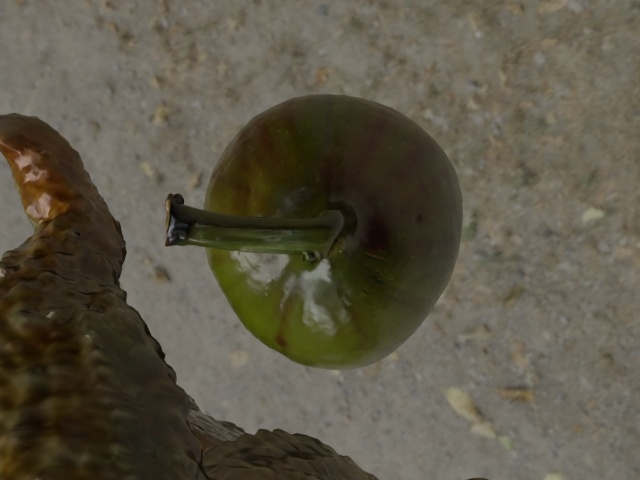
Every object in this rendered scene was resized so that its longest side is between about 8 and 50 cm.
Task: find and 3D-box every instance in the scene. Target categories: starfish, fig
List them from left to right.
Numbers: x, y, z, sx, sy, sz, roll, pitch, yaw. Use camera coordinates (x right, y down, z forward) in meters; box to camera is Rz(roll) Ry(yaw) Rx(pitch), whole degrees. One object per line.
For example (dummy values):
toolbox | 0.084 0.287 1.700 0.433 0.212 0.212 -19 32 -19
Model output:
starfish | -0.047 0.110 0.304 0.094 0.327 0.375 -50 39 38
fig | 0.007 -0.012 0.628 0.148 0.142 0.186 35 169 -6

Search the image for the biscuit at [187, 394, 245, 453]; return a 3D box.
biscuit | -0.153 0.133 0.910 0.289 0.081 0.334 26 173 6
